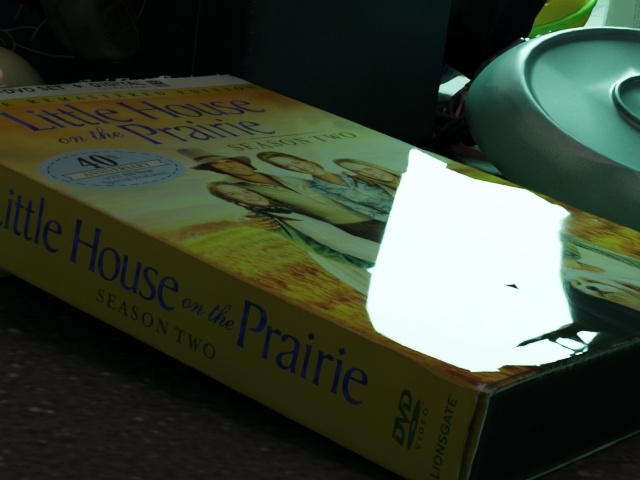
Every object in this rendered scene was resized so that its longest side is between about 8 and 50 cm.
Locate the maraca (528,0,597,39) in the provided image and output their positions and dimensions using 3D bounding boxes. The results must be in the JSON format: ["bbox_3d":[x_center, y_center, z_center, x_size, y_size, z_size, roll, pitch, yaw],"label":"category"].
[{"bbox_3d":[0.238,-0.265,2.028,0.186,0.099,0.127,-24,28,-15],"label":"maraca"}]

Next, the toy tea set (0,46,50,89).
[{"bbox_3d":[-0.266,-0.107,1.194,0.336,0.124,0.200,16,17,32],"label":"toy tea set"}]

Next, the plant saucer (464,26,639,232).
[{"bbox_3d":[0.271,-0.087,1.330,0.318,0.043,0.317,9,34,-6],"label":"plant saucer"}]

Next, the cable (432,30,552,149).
[{"bbox_3d":[0.178,-0.124,1.510,0.184,0.047,0.150,-33,27,-17],"label":"cable"}]

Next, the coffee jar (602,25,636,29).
[{"bbox_3d":[0.383,-0.182,1.882,0.184,0.079,0.096,18,18,37],"label":"coffee jar"}]

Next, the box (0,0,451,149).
[{"bbox_3d":[-0.143,-0.339,1.439,0.472,0.480,0.297,17,16,33],"label":"box"}]

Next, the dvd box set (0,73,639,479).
[{"bbox_3d":[0.000,0.000,0.951,0.420,0.062,0.308,24,21,35],"label":"dvd box set"}]

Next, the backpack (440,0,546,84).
[{"bbox_3d":[0.030,-0.268,1.758,0.355,0.273,0.290,29,10,10],"label":"backpack"}]

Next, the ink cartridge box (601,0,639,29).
[{"bbox_3d":[0.441,-0.270,2.157,0.176,0.127,0.128,7,15,6],"label":"ink cartridge box"}]

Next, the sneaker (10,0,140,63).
[{"bbox_3d":[-0.221,-0.177,1.183,0.162,0.106,0.281,-22,33,1],"label":"sneaker"}]
